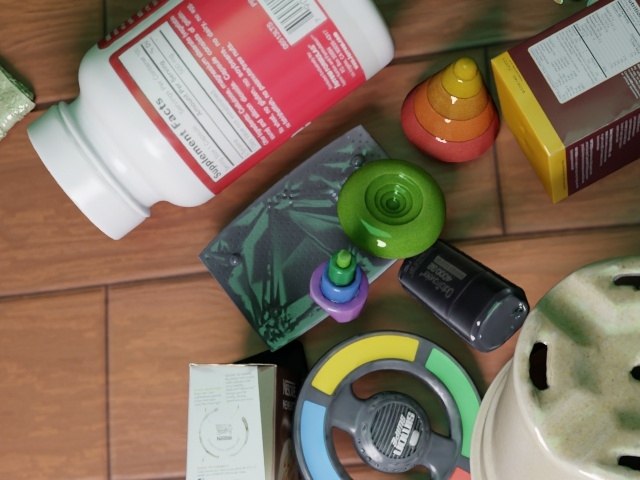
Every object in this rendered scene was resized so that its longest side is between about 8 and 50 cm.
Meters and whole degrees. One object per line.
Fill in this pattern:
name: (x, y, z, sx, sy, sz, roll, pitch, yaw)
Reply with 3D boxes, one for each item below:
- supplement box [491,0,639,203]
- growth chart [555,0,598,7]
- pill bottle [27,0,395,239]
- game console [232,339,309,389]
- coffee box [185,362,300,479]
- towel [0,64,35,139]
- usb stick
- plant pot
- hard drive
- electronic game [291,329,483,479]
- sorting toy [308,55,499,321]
supplement box: (0.313, -0.163, 1.370, 0.194, 0.191, 0.129, -28, 72, 5)
growth chart: (0.390, -0.336, 1.489, 0.237, 0.021, 0.172, 26, 84, 18)
pill bottle: (-0.133, -0.189, 1.453, 0.407, 0.229, 0.229, -37, 71, 1)
game console: (-0.061, 0.194, 1.454, 0.122, 0.071, 0.107, -22, 102, 7)
coffee box: (-0.083, 0.261, 1.332, 0.098, 0.141, 0.247, -1, 80, 9)
towel: (-0.458, -0.193, 1.630, 0.148, 0.027, 0.110, 43, 89, 18)
usb stick: (0.148, 0.053, 1.324, 0.045, 0.278, 0.077, 38, 91, -18)
plant pot: (0.305, 0.173, 1.194, 0.333, 0.305, 0.334, -4, 63, 8)
hard drive: (0.000, 0.000, 1.467, 0.254, 0.054, 0.172, -39, 71, -1)
electronic game: (0.079, 0.212, 1.358, 0.229, 0.048, 0.229, 4, 75, -16)
sorting toy: (0.098, -0.079, 1.376, 0.127, 0.126, 0.366, 29, 65, 10)
